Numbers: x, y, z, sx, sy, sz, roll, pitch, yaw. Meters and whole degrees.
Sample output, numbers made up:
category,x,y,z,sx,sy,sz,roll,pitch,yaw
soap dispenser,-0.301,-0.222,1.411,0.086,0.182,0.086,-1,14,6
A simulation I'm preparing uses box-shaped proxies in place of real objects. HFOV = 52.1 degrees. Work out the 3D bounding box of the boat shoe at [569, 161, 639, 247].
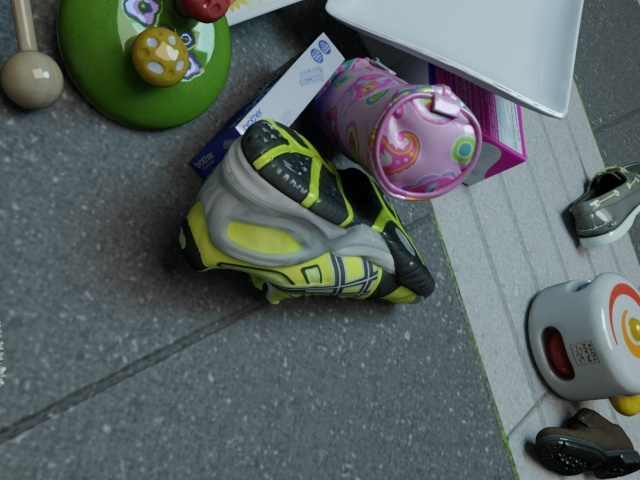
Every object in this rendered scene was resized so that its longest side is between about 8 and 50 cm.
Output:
category,x,y,z,sx,sy,sz,roll,pitch,yaw
boat shoe,0.579,-0.094,1.287,0.305,0.109,0.091,-37,104,-40

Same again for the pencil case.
category,x,y,z,sx,sy,sz,roll,pitch,yaw
pencil case,0.071,-0.138,0.745,0.124,0.124,0.284,39,9,-24

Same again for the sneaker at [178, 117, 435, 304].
category,x,y,z,sx,sy,sz,roll,pitch,yaw
sneaker,0.000,0.000,0.726,0.384,0.147,0.145,30,28,-51

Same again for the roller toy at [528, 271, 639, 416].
category,x,y,z,sx,sy,sz,roll,pitch,yaw
roller toy,0.439,0.155,1.038,0.191,0.146,0.210,36,54,-26

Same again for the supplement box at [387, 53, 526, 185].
category,x,y,z,sx,sy,sz,roll,pitch,yaw
supplement box,0.194,-0.180,0.973,0.220,0.111,0.114,22,59,-35

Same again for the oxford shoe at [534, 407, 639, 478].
category,x,y,z,sx,sy,sz,roll,pitch,yaw
oxford shoe,0.395,0.304,1.001,0.227,0.083,0.096,20,42,-35

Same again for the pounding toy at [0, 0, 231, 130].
category,x,y,z,sx,sy,sz,roll,pitch,yaw
pounding toy,-0.169,-0.203,0.622,0.236,0.110,0.183,-2,95,-38

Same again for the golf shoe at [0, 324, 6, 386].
category,x,y,z,sx,sy,sz,roll,pitch,yaw
golf shoe,-0.279,0.131,0.462,0.085,0.069,0.176,19,61,-29

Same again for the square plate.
category,x,y,z,sx,sy,sz,roll,pitch,yaw
square plate,0.205,-0.358,0.920,0.343,0.049,0.348,22,63,-6

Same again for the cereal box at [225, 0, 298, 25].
category,x,y,z,sx,sy,sz,roll,pitch,yaw
cereal box,-0.070,-0.355,0.753,0.240,0.047,0.173,-26,110,-19

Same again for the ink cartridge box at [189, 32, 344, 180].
category,x,y,z,sx,sy,sz,roll,pitch,yaw
ink cartridge box,-0.057,-0.150,0.746,0.046,0.097,0.207,47,48,-17
